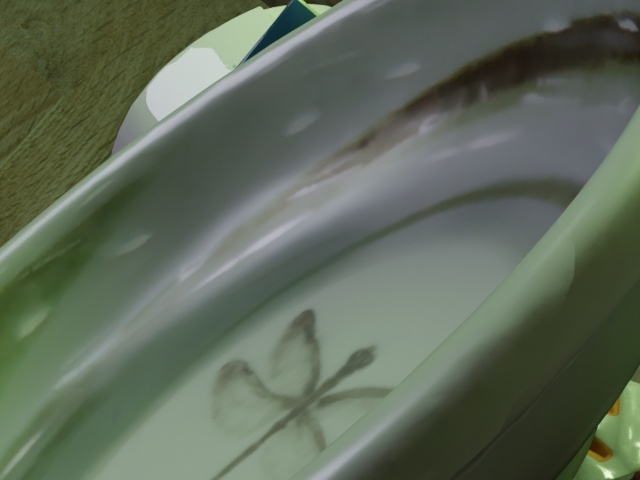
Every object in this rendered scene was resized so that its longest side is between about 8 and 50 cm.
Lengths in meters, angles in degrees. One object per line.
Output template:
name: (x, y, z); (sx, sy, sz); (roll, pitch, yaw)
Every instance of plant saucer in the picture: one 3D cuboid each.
plant saucer: (-0.026, 0.051, 0.551); (0.400, 0.100, 0.400); (-34, 17, 12)

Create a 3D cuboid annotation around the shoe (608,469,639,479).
shoe: (0.084, 0.084, 0.401); (0.081, 0.063, 0.178); (-55, 0, -30)

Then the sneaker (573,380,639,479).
sneaker: (0.034, 0.113, 0.583); (0.215, 0.083, 0.084); (-30, 18, 26)

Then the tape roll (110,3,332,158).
tape roll: (-0.035, -0.061, 1.548); (0.286, 0.100, 0.286); (-20, -41, -19)

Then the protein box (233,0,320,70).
protein box: (0.000, 0.000, 1.055); (0.200, 0.201, 0.136); (-51, 4, 2)
